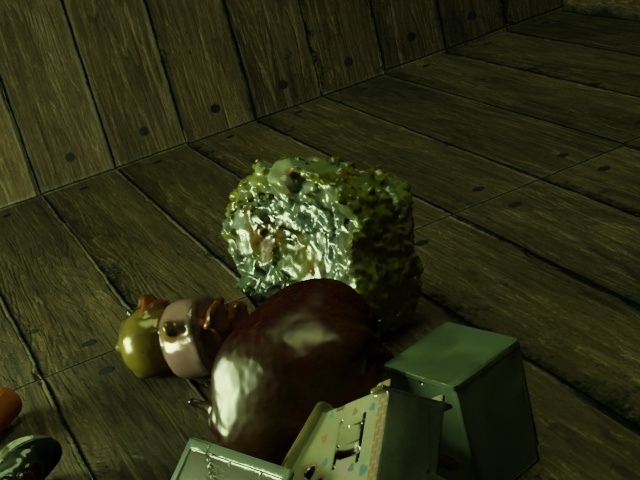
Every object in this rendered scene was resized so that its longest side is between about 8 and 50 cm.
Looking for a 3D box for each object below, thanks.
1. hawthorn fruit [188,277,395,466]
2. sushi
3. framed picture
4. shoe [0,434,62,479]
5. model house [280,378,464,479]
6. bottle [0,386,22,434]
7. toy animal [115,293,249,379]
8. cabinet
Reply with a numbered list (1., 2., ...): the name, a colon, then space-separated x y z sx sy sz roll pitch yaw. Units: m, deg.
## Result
1. hawthorn fruit: -0.027 0.226 1.850 0.325 0.308 0.308 -31 25 -15
2. sushi: 0.000 0.000 2.255 0.396 0.351 0.240 7 14 43
3. framed picture: -0.157 0.406 1.634 0.296 0.019 0.232 2 64 57
4. shoe: -0.530 0.421 1.965 0.227 0.099 0.112 -29 32 -23
5. model house: 0.047 0.368 1.544 0.244 0.169 0.326 -26 42 44
6. bottle: -0.643 0.357 2.213 0.069 0.069 0.187 -5 25 23
7. toy animal: -0.284 0.189 2.279 0.281 0.169 0.195 -1 -6 29
8. cabinet: 0.216 0.254 1.729 0.150 0.206 0.145 -30 26 -35
